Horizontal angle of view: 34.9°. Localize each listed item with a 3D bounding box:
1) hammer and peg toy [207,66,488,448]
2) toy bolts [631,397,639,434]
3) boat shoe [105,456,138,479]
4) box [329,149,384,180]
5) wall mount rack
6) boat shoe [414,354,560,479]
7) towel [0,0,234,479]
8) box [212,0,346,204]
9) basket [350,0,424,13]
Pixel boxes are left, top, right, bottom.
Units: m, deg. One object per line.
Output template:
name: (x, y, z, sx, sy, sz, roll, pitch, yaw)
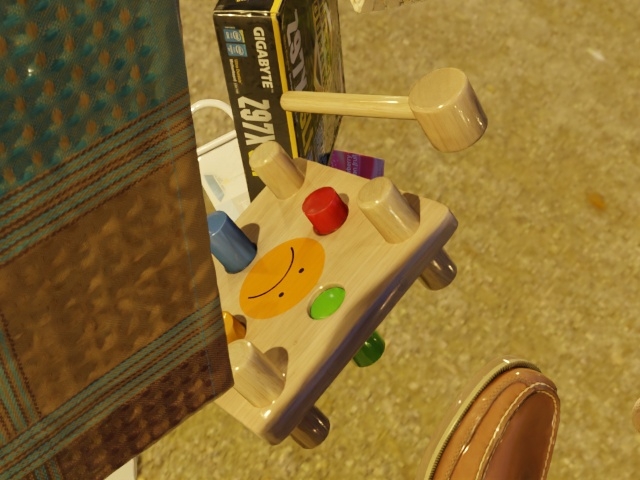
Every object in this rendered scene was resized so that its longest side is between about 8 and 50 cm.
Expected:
hammer and peg toy: (0.000, 0.000, 0.958, 0.266, 0.361, 0.127, 22, -22, 52)
toy bolts: (0.400, 0.301, 1.153, 0.218, 0.228, 0.158, 48, -6, -25)
boat shoe: (-0.201, 0.195, 0.947, 0.078, 0.070, 0.219, 6, 73, 0)
box: (0.009, 0.006, 1.469, 0.128, 0.123, 0.256, 10, 71, -19)
wall mount rack: (-0.185, -0.057, 1.768, 0.350, 0.304, 0.130, 63, 6, -9)
boat shoe: (0.123, 0.243, 0.766, 0.111, 0.307, 0.104, 17, 5, -35)
towel: (-0.169, 0.022, 0.505, 0.271, 0.370, 0.040, -33, 51, -28)
box: (-0.036, -0.212, 1.220, 0.079, 0.322, 0.257, 6, 48, 13)
basket: (0.076, -0.294, 0.933, 0.113, 0.167, 0.103, -15, 76, -14)
